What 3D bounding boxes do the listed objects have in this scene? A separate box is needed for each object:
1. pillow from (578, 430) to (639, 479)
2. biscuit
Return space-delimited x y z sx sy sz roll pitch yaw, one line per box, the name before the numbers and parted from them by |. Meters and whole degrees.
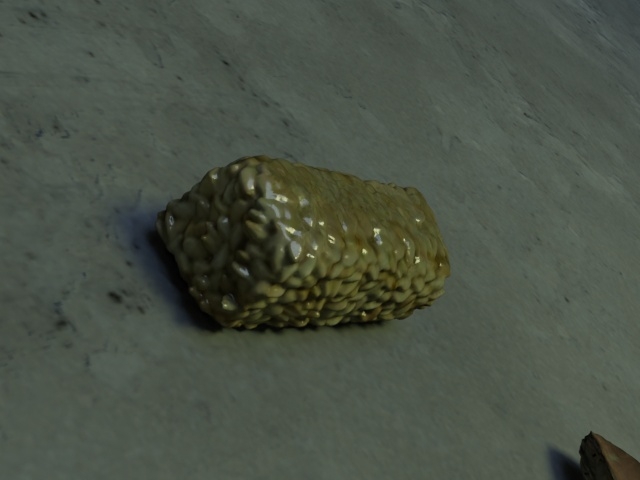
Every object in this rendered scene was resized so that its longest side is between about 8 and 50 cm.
pillow | 0.199 0.209 0.496 0.135 0.049 0.248 31 27 -20
biscuit | 0.000 0.000 0.509 0.168 0.070 0.082 5 55 -52
